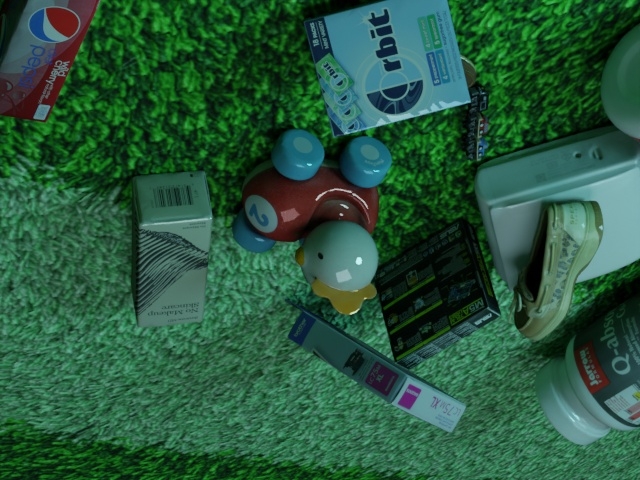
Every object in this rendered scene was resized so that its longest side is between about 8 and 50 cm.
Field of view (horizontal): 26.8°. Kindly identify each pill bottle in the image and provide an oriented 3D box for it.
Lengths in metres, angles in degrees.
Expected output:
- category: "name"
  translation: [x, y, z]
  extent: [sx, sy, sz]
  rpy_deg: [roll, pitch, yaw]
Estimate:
- category: "pill bottle"
  translation: [0.583, 0.221, 2.462]
  extent: [0.210, 0.210, 0.363]
  rpy_deg: [19, 134, -37]
- category: "pill bottle"
  translation: [0.553, -0.181, 1.905]
  extent: [0.323, 0.181, 0.181]
  rpy_deg: [24, 132, -40]

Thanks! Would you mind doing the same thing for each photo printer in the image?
- category: "photo printer"
  translation: [0.387, -0.033, 2.130]
  extent: [0.256, 0.107, 0.307]
  rpy_deg: [-16, 145, 5]

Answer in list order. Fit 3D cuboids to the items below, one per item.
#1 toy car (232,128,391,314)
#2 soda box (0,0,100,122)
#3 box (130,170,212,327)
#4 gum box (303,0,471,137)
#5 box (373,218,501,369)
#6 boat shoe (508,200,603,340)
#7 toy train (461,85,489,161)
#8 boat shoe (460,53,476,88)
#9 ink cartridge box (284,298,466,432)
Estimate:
- category: "toy car"
  translation: [0.000, 0.000, 1.943]
  extent: [0.210, 0.238, 0.219]
  rpy_deg: [5, 142, -23]
- category: "soda box"
  translation: [-0.329, -0.261, 1.596]
  extent: [0.083, 0.092, 0.263]
  rpy_deg: [9, 141, -27]
- category: "box"
  translation: [-0.227, 0.017, 2.023]
  extent: [0.113, 0.094, 0.275]
  rpy_deg: [-6, 145, -11]
- category: "gum box"
  translation: [0.086, -0.232, 1.732]
  extent: [0.184, 0.041, 0.157]
  rpy_deg: [-14, 104, 4]
- category: "box"
  translation: [0.184, 0.086, 2.166]
  extent: [0.191, 0.184, 0.045]
  rpy_deg: [-34, 140, 25]
- category: "boat shoe"
  translation: [0.342, 0.043, 2.053]
  extent: [0.089, 0.104, 0.285]
  rpy_deg: [5, 134, -13]
- category: "toy train"
  translation: [0.228, -0.170, 1.960]
  extent: [0.036, 0.027, 0.158]
  rpy_deg: [-19, 146, -10]
- category: "boat shoe"
  translation: [0.136, -0.228, 1.816]
  extent: [0.178, 0.060, 0.064]
  rpy_deg: [11, 139, -30]
- category: "ink cartridge box"
  translation: [0.076, 0.206, 2.229]
  extent: [0.186, 0.311, 0.065]
  rpy_deg: [31, 90, -47]
